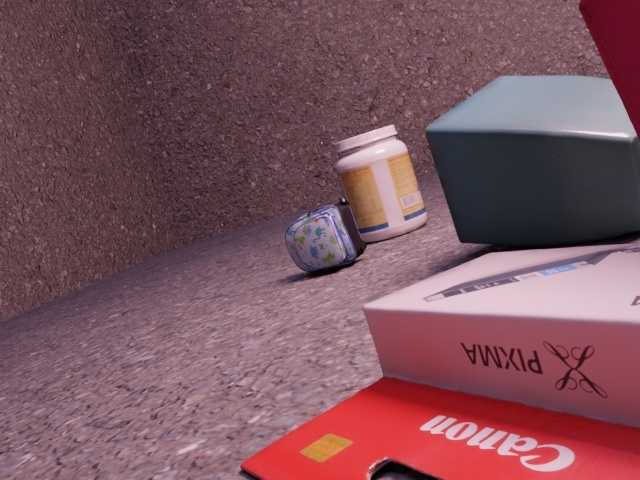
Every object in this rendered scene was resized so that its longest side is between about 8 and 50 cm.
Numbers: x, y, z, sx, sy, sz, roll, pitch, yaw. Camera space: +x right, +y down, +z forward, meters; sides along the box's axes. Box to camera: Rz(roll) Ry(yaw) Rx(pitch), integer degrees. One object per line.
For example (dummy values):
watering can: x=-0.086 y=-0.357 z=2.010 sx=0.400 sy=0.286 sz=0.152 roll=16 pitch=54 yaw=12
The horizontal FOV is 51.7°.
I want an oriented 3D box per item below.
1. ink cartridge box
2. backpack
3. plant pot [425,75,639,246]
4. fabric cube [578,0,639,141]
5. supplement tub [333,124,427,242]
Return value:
ink cartridge box: x=0.116 y=0.068 z=0.360 sx=0.261 sy=0.066 sz=0.296 roll=-20 pitch=6 yaw=-30
backpack: x=0.000 y=0.000 z=1.083 sx=0.114 sy=0.104 sz=0.084 roll=-20 pitch=3 yaw=29
plant pot: x=0.280 y=-0.093 z=0.768 sx=0.166 sy=0.165 sz=0.234 roll=-36 pitch=27 yaw=-28
fabric cube: x=0.364 y=-0.147 z=0.397 sx=0.258 sy=0.254 sz=0.259 roll=-17 pitch=-12 yaw=-2
supplement tub: x=0.112 y=-0.109 z=1.270 sx=0.145 sy=0.199 sz=0.144 roll=-17 pitch=6 yaw=2
